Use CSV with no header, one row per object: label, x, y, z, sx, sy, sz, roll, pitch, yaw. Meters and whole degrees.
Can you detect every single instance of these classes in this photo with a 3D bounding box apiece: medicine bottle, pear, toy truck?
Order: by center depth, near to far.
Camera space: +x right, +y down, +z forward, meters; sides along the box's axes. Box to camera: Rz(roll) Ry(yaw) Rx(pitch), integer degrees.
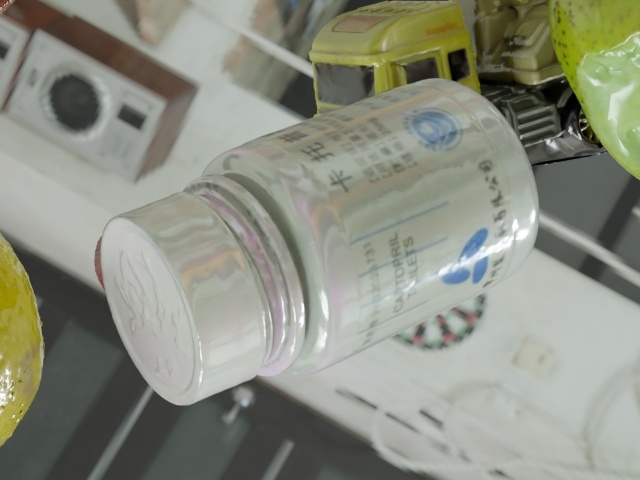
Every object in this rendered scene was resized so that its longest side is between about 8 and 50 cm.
medicine bottle,0.000,0.000,1.066,0.293,0.170,0.170,-23,153,-30
pear,0.339,-0.193,1.432,0.159,0.292,0.292,-51,168,-43
toy truck,0.185,-0.188,1.601,0.405,0.254,0.181,-19,-166,-26

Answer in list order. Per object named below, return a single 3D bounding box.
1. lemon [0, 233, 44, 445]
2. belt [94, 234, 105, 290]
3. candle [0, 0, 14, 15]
lemon,-0.386,0.086,1.381,0.258,0.310,0.258,-26,-179,1
belt,-0.148,0.038,1.715,0.124,0.201,0.128,-19,-133,59
candle,-0.285,-0.175,1.165,0.302,0.084,0.059,-44,161,-6
